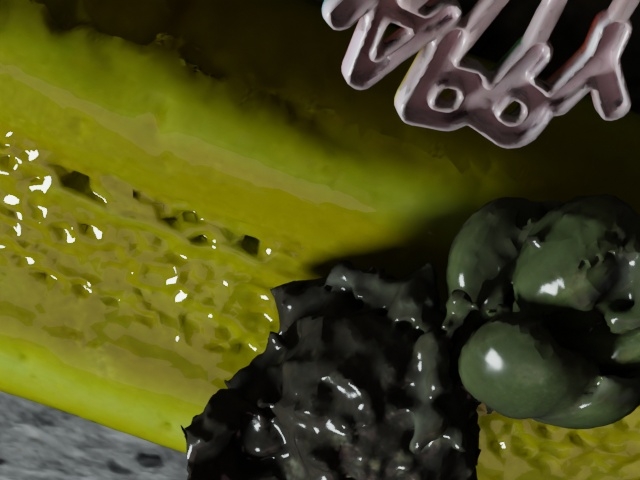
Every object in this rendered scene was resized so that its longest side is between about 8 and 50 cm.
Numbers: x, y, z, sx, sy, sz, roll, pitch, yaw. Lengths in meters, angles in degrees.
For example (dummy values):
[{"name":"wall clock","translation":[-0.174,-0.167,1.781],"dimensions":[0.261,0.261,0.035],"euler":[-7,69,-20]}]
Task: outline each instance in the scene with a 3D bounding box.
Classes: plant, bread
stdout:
[{"name":"plant","translation":[0.032,0.037,0.415],"dimensions":[0.174,0.087,0.085],"euler":[-31,143,28]},{"name":"bread","translation":[0.000,0.000,0.503],"dimensions":[0.384,0.112,0.166],"euler":[19,122,-5]}]

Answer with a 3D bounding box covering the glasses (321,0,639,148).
[{"name":"glasses","translation":[0.125,-0.050,0.355],"dimensions":[0.255,0.095,0.162],"euler":[16,129,-27]}]
